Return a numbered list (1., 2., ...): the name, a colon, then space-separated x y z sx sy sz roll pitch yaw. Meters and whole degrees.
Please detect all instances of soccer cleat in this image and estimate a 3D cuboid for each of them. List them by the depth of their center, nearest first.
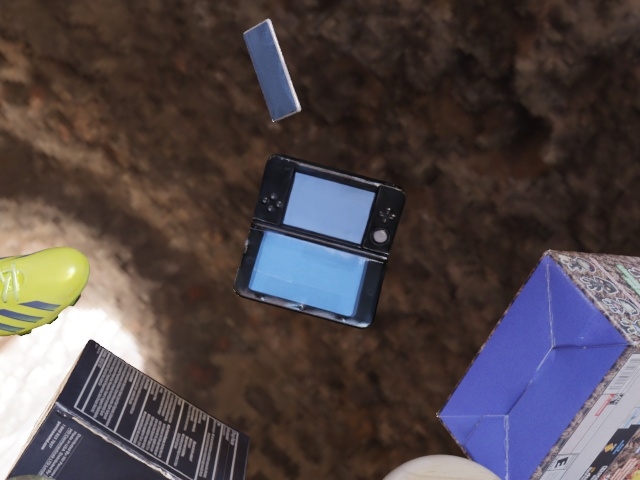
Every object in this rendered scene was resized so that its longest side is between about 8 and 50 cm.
1. soccer cleat: -0.414 0.062 1.624 0.121 0.289 0.093 55 25 -58

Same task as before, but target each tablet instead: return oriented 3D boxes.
1. tablet: -0.042 -0.147 1.198 0.054 0.006 0.083 -13 -83 62

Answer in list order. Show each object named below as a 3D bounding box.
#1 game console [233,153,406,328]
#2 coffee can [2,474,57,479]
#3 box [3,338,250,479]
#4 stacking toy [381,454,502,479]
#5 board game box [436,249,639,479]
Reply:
1. game console: 0.000 0.000 1.153 0.122 0.071 0.107 15 -59 -1
2. coffee can: -0.255 0.384 1.510 0.201 0.201 0.275 34 -5 32
3. box: -0.273 0.326 1.977 0.294 0.183 0.296 32 11 -7
4. stacking toy: 0.041 0.289 1.129 0.141 0.141 0.330 44 -35 3
5. board game box: 0.310 0.146 1.435 0.291 0.232 0.141 5 36 -41
